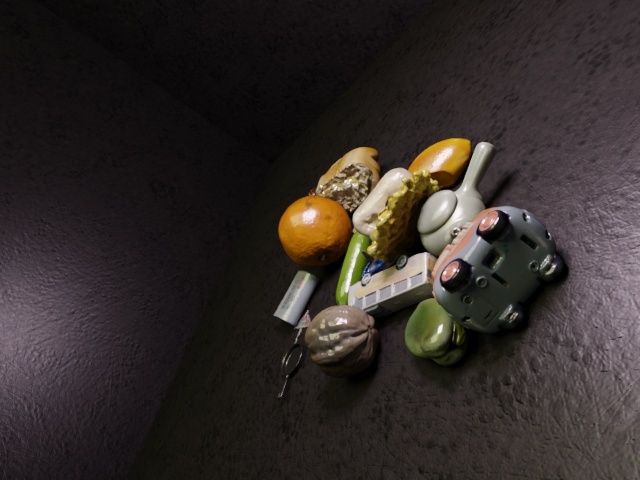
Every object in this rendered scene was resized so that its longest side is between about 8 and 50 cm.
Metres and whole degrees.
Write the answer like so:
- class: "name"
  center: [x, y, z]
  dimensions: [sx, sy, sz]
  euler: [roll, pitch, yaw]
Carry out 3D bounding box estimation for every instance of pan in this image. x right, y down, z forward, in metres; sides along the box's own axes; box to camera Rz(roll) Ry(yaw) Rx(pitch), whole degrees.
- class: "pan"
  center: [-0.116, 0.492, 1.702]
  dimensions: [0.136, 0.028, 0.235]
  euler: [-38, 25, 42]

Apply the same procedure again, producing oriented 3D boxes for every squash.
- class: "squash"
  center: [0.133, 0.083, 1.653]
  dimensions: [0.101, 0.102, 0.378]
  euler: [-26, 41, 54]

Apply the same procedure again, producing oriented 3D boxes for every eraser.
- class: "eraser"
  center: [-0.104, 0.246, 1.961]
  dimensions: [0.226, 0.081, 0.174]
  euler: [-62, 16, -12]

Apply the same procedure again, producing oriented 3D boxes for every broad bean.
- class: "broad bean"
  center: [0.286, 0.218, 1.126]
  dimensions: [0.169, 0.100, 0.228]
  euler: [-53, 18, -12]

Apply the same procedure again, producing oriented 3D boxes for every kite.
- class: "kite"
  center: [-0.077, 0.352, 1.849]
  dimensions: [0.139, 0.011, 0.156]
  euler: [-28, 34, 55]

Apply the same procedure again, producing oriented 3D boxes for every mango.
- class: "mango"
  center: [0.395, -0.247, 1.517]
  dimensions: [0.252, 0.126, 0.153]
  euler: [-40, 34, 30]

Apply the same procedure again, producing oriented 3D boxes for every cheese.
- class: "cheese"
  center: [0.247, -0.130, 1.550]
  dimensions: [0.251, 0.174, 0.248]
  euler: [-57, -5, 21]

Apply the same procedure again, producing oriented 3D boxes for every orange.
- class: "orange"
  center: [-0.021, -0.037, 1.886]
  dimensions: [0.312, 0.312, 0.312]
  euler: [-46, 23, 26]

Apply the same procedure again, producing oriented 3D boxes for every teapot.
- class: "teapot"
  center: [0.388, -0.106, 1.292]
  dimensions: [0.220, 0.149, 0.318]
  euler: [-8, 53, 62]

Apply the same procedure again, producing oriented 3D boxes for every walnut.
- class: "walnut"
  center: [0.062, 0.298, 1.348]
  dimensions: [0.224, 0.224, 0.224]
  euler: [-46, 23, 26]

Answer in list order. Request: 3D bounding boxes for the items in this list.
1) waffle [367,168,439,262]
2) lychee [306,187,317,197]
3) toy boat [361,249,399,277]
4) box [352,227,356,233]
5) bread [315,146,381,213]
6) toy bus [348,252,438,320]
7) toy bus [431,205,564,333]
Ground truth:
- class: "waffle"
  center: [0.258, -0.069, 1.362]
  dimensions: [0.060, 0.307, 0.311]
  euler: [38, 117, 28]
- class: "lychee"
  center: [0.014, -0.171, 2.184]
  dimensions: [0.188, 0.188, 0.188]
  euler: [-46, 23, 26]
- class: "toy boat"
  center: [0.187, 0.058, 1.552]
  dimensions: [0.175, 0.110, 0.091]
  euler: [-51, 19, 18]
- class: "box"
  center: [0.172, -0.066, 1.897]
  dimensions: [0.093, 0.015, 0.058]
  euler: [-54, 22, 7]
- class: "bread"
  center: [0.139, -0.259, 2.006]
  dimensions: [0.316, 0.211, 0.270]
  euler: [-34, 22, 30]
- class: "toy bus"
  center: [0.223, 0.146, 1.373]
  dimensions: [0.343, 0.097, 0.137]
  euler: [-33, 38, 44]
- class: "toy bus"
  center: [0.377, 0.053, 1.044]
  dimensions: [0.287, 0.194, 0.232]
  euler: [-54, 13, 6]
